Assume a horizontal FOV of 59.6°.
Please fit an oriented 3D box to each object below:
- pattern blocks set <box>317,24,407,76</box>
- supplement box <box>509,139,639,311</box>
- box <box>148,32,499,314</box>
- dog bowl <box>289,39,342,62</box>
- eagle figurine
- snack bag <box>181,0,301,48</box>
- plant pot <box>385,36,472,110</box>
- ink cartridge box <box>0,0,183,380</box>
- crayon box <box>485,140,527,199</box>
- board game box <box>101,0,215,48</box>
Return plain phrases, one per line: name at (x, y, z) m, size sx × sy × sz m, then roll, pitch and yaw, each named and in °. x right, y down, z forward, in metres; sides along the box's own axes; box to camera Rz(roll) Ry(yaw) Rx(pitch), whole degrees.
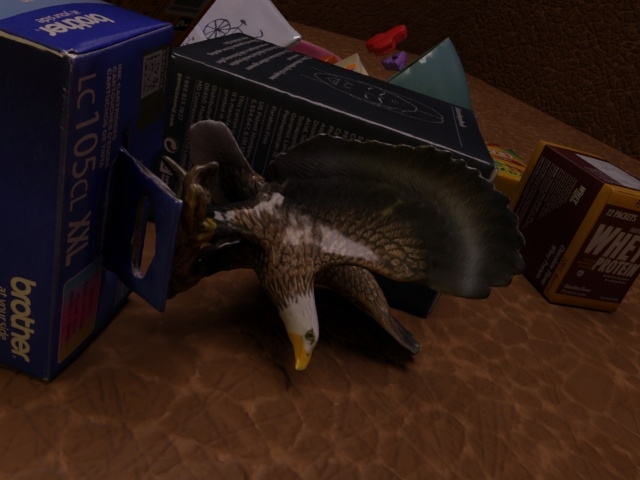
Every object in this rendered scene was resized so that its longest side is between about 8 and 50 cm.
pattern blocks set at (0.005, -0.275, 1.020) m, size 0.324 × 0.026 × 0.286 m, roll -17°, pitch 35°, yaw 23°
supplement box at (0.408, -0.026, 0.891) m, size 0.129 × 0.192 × 0.194 m, roll 10°, pitch 27°, yaw -18°
box at (0.003, -0.115, 0.774) m, size 0.395 × 0.212 × 0.293 m, roll 19°, pitch 26°, yaw 2°
dog bowl at (-0.123, -0.388, 1.291) m, size 0.407 × 0.151 × 0.408 m, roll 15°, pitch 27°, yaw -8°
eagle figurine at (0.000, 0.011, 0.535) m, size 0.298 × 0.225 × 0.226 m, roll 0°, pitch 15°, yaw -24°
snack bag at (-0.238, -0.414, 1.113) m, size 0.342 × 0.037 × 0.323 m, roll -26°, pitch 54°, yaw -6°
plant pot at (0.161, -0.198, 1.025) m, size 0.195 × 0.290 × 0.290 m, roll 54°, pitch 25°, yaw -10°
ink cartridge box at (-0.281, -0.072, 0.433) m, size 0.395 × 0.270 × 0.151 m, roll 19°, pitch 30°, yaw 1°
crayon box at (0.358, -0.143, 1.213) m, size 0.202 × 0.081 × 0.319 m, roll 14°, pitch 27°, yaw -10°
board game box at (-0.415, -0.433, 0.800) m, size 0.356 × 0.356 × 0.357 m, roll -21°, pitch 80°, yaw -53°
